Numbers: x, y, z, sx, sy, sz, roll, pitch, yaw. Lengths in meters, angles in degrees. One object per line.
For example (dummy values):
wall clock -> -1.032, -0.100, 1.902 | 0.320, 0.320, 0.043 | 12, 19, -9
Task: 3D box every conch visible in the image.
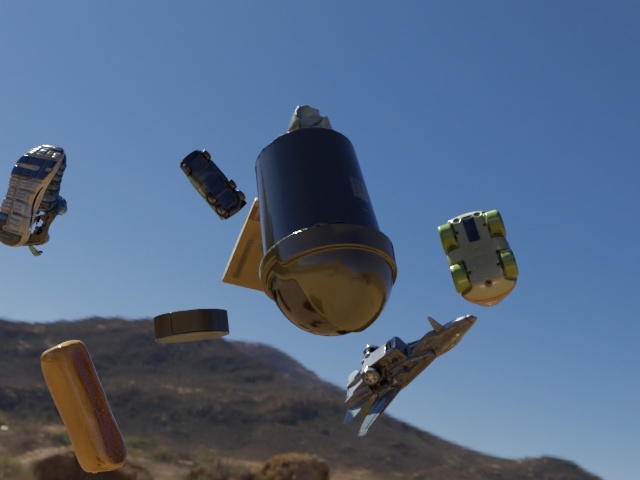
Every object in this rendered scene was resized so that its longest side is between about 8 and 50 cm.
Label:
conch -> -0.024, -0.205, 1.744 | 0.106, 0.172, 0.116 | -32, -42, 30

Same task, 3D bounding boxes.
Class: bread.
bread -> -0.419, 0.295, 1.456 | 0.074, 0.239, 0.092 | -24, -5, 16

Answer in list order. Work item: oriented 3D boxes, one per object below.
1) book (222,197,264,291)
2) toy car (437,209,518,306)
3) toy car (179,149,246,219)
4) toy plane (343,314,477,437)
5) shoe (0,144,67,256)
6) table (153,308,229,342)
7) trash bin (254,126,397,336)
book -> -0.048, 0.047, 2.280 | 0.389, 0.268, 0.032 | 14, 25, -20
toy car -> 0.374, 0.065, 1.916 | 0.145, 0.235, 0.235 | -17, -22, 8
toy car -> -0.237, -0.120, 1.812 | 0.165, 0.071, 0.062 | 50, -23, -1
toy plane -> 0.139, 0.191, 1.361 | 0.088, 0.212, 0.267 | 39, -66, -14
shoe -> -0.520, -0.077, 1.533 | 0.092, 0.207, 0.106 | 13, -9, 26
table -> -0.231, 0.153, 1.484 | 0.134, 0.043, 0.133 | -7, -12, -1
trash bin -> 0.000, 0.000, 1.312 | 0.214, 0.333, 0.214 | -10, -33, -7
